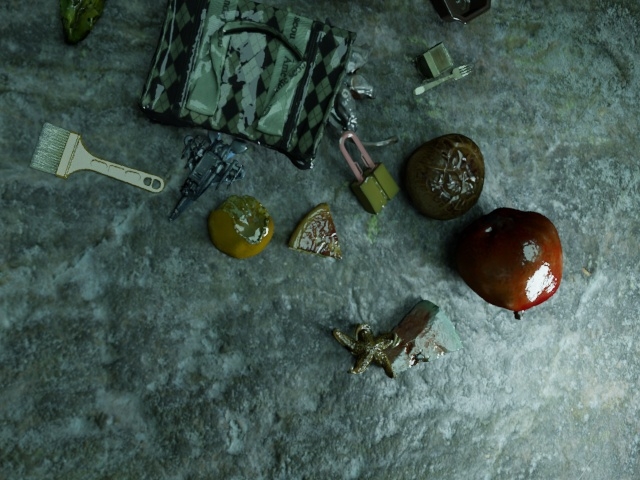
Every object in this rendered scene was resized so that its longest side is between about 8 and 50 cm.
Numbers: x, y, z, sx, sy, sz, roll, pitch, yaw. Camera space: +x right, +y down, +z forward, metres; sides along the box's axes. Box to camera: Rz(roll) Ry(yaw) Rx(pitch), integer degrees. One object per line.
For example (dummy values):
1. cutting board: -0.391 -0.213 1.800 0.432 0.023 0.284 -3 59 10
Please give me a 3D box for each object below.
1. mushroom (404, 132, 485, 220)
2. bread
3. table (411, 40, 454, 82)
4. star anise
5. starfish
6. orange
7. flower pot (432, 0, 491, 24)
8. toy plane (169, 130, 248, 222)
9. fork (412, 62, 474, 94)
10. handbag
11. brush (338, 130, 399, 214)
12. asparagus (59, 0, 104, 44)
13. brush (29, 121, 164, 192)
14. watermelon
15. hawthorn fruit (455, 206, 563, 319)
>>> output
1. mushroom: 0.350 -0.176 1.471 0.253 0.153 0.253 -5 102 -27
2. bread: -0.023 -0.005 1.346 0.135 0.054 0.154 -20 92 -25
3. table: 0.315 -0.501 1.500 0.083 0.062 0.079 -35 103 -21
4. star anise: 0.049 -0.401 1.335 0.359 0.139 0.316 0 98 -21
5. starfish: 0.114 0.286 1.382 0.189 0.074 0.146 18 66 -1
6. orange: -0.181 -0.032 1.233 0.156 0.134 0.157 -7 104 -32
7. flower pot: 0.371 -0.740 1.518 0.178 0.084 0.251 -35 102 -20
8. toy plane: -0.277 -0.147 1.218 0.169 0.078 0.246 34 78 7
9. fork: 0.354 -0.463 1.543 0.219 0.028 0.034 -28 109 -18
10. handbag: -0.158 -0.349 1.163 0.415 0.180 0.317 14 83 -3
11. brush: 0.112 -0.185 1.384 0.103 0.047 0.233 -48 122 -19
12. asparagus: -0.499 -0.606 1.107 0.128 0.108 0.382 -8 95 -26
13. brush: -0.475 -0.162 1.162 0.272 0.013 0.103 18 82 -24
14. watermelon: 0.262 0.280 1.465 0.241 0.094 0.154 -32 96 -18
15. hawthorn fruit: 0.540 0.050 1.491 0.311 0.295 0.295 39 75 -20
